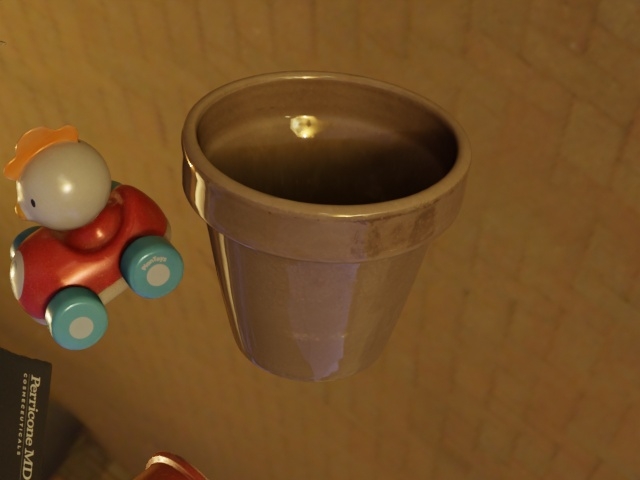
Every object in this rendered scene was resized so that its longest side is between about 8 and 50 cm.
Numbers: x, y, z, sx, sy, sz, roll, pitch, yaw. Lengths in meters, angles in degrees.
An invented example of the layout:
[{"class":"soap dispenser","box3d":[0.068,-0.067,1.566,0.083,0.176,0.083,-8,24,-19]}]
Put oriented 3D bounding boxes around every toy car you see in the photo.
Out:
[{"class":"toy car","box3d":[-0.316,-0.034,1.793,0.238,0.210,0.219,60,172,-34]}]

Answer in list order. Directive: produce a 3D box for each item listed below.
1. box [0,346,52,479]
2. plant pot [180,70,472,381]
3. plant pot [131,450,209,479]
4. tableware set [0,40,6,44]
[{"class":"box","box3d":[-0.386,0.231,1.152,0.179,0.343,0.312,-7,159,27]},{"class":"plant pot","box3d":[0.000,0.000,1.366,0.263,0.263,0.229,29,130,34]},{"class":"plant pot","box3d":[-0.201,0.388,1.442,0.272,0.265,0.272,42,147,35]},{"class":"tableware set","box3d":[-0.446,-0.255,1.689,0.168,0.020,0.141,23,-168,19]}]
